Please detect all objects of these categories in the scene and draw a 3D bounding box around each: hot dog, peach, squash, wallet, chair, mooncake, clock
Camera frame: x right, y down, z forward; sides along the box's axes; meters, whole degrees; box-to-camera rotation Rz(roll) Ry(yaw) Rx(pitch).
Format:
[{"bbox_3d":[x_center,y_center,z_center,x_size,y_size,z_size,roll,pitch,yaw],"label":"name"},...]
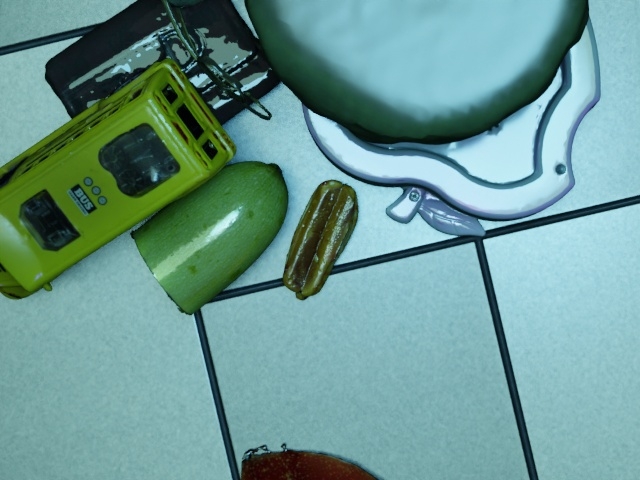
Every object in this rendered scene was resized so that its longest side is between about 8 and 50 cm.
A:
[{"bbox_3d":[0.000,0.000,1.876,0.062,0.038,0.144,22,94,0],"label":"hot dog"},{"bbox_3d":[0.009,0.344,1.868,0.279,0.068,0.189,44,91,2],"label":"peach"},{"bbox_3d":[-0.111,-0.015,1.847,0.187,0.123,0.123,-39,89,-1],"label":"squash"},{"bbox_3d":[-0.179,-0.189,1.878,0.229,0.049,0.182,-35,86,1],"label":"wallet"},{"bbox_3d":[-0.127,-0.301,1.789,0.170,0.160,0.325,-44,78,-1],"label":"chair"},{"bbox_3d":[0.099,-0.272,1.688,0.357,0.194,0.356,0,93,8],"label":"mooncake"},{"bbox_3d":[0.146,-0.169,1.834,0.339,0.102,0.338,0,91,3],"label":"clock"}]

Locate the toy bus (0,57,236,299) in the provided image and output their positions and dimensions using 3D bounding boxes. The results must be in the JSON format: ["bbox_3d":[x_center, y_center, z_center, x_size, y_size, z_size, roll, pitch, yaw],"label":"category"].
[{"bbox_3d":[-0.266,-0.052,1.793,0.331,0.151,0.145,-32,103,18],"label":"toy bus"}]
